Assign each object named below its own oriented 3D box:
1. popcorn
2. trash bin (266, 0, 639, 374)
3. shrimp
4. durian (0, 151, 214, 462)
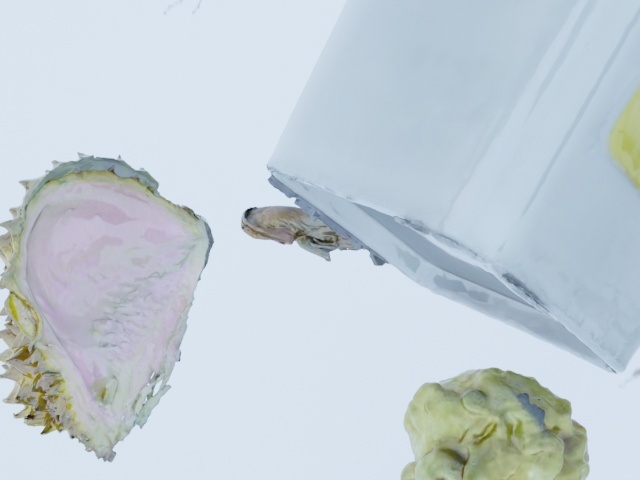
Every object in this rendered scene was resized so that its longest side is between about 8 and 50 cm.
[{"bbox_3d":[0.260,0.318,1.390,0.286,0.215,0.252,21,-99,20],"label":"popcorn"},{"bbox_3d":[0.142,-0.140,0.535,0.256,0.296,0.368,35,-97,-42],"label":"trash bin"},{"bbox_3d":[0.004,0.002,1.399,0.262,0.117,0.066,12,-58,11],"label":"shrimp"},{"bbox_3d":[-0.231,0.026,0.881,0.305,0.185,0.196,-64,-38,-33],"label":"durian"}]
